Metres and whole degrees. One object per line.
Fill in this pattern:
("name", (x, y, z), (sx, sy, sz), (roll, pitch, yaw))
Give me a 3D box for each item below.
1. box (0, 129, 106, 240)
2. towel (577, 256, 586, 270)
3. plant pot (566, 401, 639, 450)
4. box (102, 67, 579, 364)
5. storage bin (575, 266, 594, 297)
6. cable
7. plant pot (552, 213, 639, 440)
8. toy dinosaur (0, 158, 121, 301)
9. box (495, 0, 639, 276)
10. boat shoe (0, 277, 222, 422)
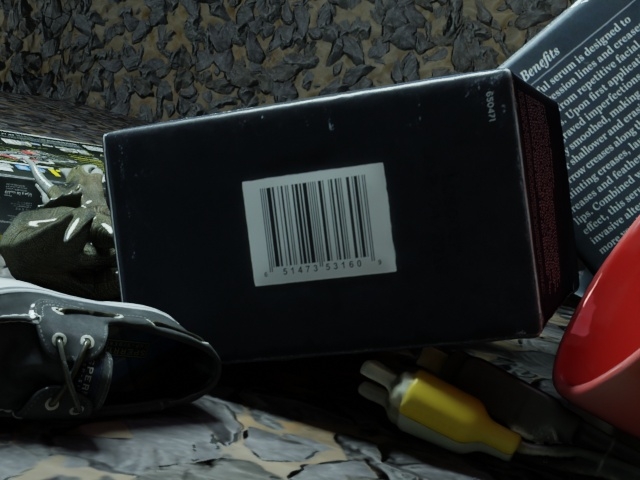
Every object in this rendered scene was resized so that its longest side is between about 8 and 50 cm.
("box", (-0.295, -0.059, 1.244), (0.322, 0.079, 0.257), (7, 15, -33))
("towel", (0.290, -0.016, 1.591), (0.317, 0.053, 0.332), (14, -13, -19))
("plant pot", (0.275, 0.118, 0.877), (0.109, 0.096, 0.109), (11, 9, -11))
("box", (0.034, -0.018, 0.860), (0.296, 0.182, 0.294), (-6, 0, 18))
("storage bin", (0.411, 0.080, 1.452), (0.091, 0.098, 0.135), (39, -2, -19))
("cable", (0.162, 0.150, 0.733), (0.287, 0.072, 0.139), (29, -4, 22))
("plant pot", (0.329, 0.063, 0.711), (0.243, 0.275, 0.275), (37, 8, 0))
("toy dinosaur", (-0.206, 0.009, 0.940), (0.160, 0.121, 0.313), (1, 12, 0))
("box", (0.347, -0.050, 1.107), (0.395, 0.212, 0.293), (52, 12, 4))
("boat shoe", (-0.144, 0.073, 0.635), (0.076, 0.080, 0.228), (16, 1, 34))
